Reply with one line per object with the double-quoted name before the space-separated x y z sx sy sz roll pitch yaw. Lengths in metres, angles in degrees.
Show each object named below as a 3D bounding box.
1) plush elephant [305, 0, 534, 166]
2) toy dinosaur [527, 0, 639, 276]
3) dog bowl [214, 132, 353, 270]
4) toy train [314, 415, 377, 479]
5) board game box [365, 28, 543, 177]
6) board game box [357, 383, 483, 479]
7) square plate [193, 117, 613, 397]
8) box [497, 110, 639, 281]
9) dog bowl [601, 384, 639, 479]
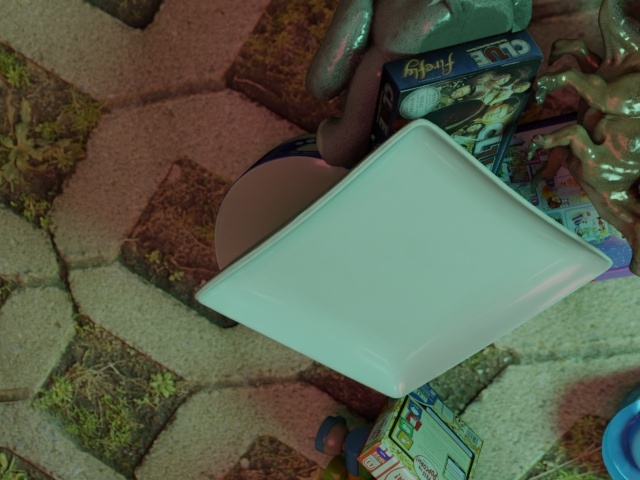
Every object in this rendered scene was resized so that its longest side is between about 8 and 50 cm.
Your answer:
"plush elephant" 0.080 -0.281 1.043 0.272 0.255 0.330 -21 150 -10
"toy dinosaur" 0.330 -0.119 1.020 0.200 0.127 0.296 9 106 17
"dog bowl" 0.000 0.000 1.249 0.265 0.104 0.265 6 112 16
"toy train" 0.065 0.362 1.385 0.143 0.105 0.248 23 137 27
"board game box" 0.133 -0.111 1.048 0.243 0.165 0.042 98 150 -55
"board game box" 0.136 0.274 1.261 0.147 0.193 0.045 46 117 -2
"square plate" 0.095 0.033 1.092 0.347 0.049 0.344 31 125 -34
"box" 0.359 -0.060 1.129 0.293 0.057 0.201 -11 105 22
"dog bowl" 0.487 0.212 1.185 0.166 0.074 0.297 46 117 -3
